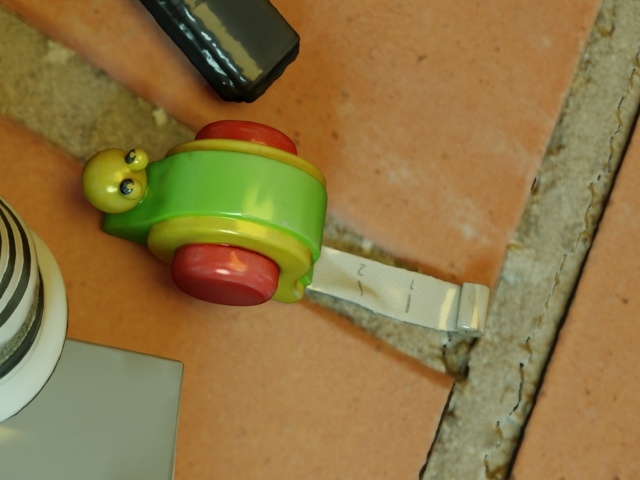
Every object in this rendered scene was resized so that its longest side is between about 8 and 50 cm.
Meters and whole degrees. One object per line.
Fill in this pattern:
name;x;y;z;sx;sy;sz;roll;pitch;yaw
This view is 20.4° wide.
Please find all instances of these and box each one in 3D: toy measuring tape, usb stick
toy measuring tape;0.000;0.000;1.168;0.330;0.121;0.121;18;70;-27
usb stick;-0.119;-0.212;1.184;0.278;0.045;0.077;50;60;-12

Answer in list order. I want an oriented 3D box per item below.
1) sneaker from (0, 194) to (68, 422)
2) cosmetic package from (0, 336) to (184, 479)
sneaker;-0.349;0.025;0.782;0.447;0.257;0.169;-11;73;-3
cosmetic package;-0.210;0.101;1.010;0.238;0.127;0.107;16;70;-25
